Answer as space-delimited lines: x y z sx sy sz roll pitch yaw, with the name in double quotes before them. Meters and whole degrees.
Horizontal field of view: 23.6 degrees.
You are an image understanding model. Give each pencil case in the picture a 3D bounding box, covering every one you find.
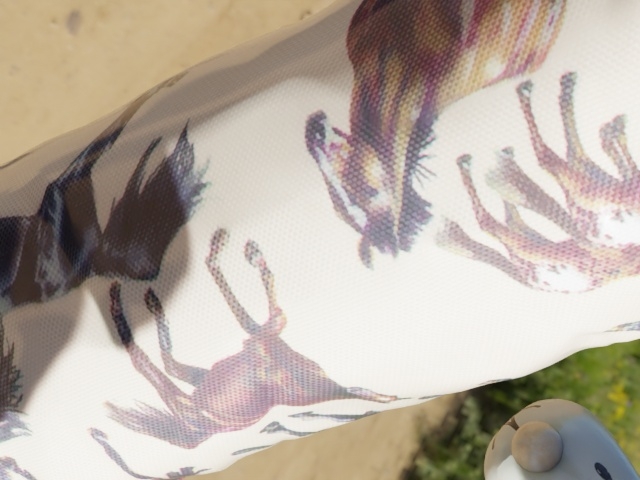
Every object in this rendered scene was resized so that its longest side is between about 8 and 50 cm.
"pencil case" 0.000 0.000 0.584 0.183 0.410 0.160 9 64 -52

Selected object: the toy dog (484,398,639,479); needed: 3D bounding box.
"toy dog" 0.189 0.192 0.706 0.220 0.333 0.161 -62 149 -15
